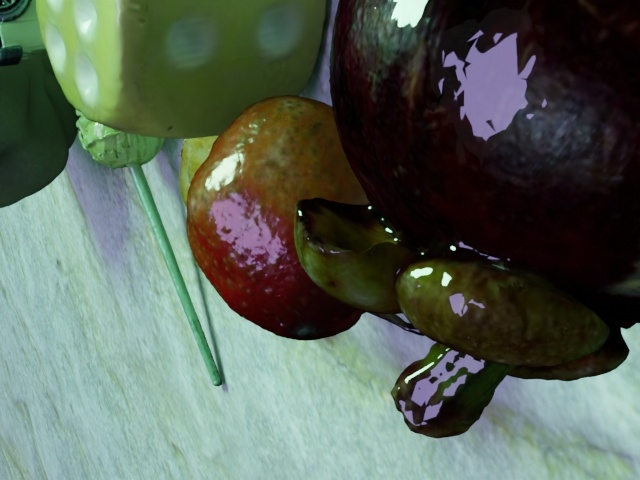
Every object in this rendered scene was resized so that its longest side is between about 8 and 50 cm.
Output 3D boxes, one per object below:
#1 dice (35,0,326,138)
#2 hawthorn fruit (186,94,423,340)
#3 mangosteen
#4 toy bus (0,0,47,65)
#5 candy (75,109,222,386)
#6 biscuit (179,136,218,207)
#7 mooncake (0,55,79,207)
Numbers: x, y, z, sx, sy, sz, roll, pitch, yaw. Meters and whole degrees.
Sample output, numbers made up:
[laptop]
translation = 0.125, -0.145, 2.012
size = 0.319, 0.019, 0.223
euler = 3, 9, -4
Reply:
[dice]
translation = -0.107, -0.184, 0.751
size = 0.166, 0.169, 0.169
euler = 42, 135, 43
[hawthorn fruit]
translation = 0.000, 0.000, 0.693
size = 0.194, 0.157, 0.157
euler = 46, 141, 12
[mangosteen]
translation = 0.101, -0.040, 0.405
size = 0.228, 0.228, 0.265
euler = 25, 89, 52
[toy bus]
translation = -0.265, -0.314, 0.956
size = 0.133, 0.164, 0.276
euler = -161, 62, -70
[candy]
translation = -0.160, -0.007, 1.012
size = 0.093, 0.092, 0.336
euler = -10, 102, 46
[biscuit]
translation = -0.061, -0.023, 0.878
size = 0.247, 0.029, 0.118
euler = 44, 136, 40
[mooncake]
translation = -0.370, -0.179, 1.120
size = 0.275, 0.135, 0.275
euler = -21, -90, -81
